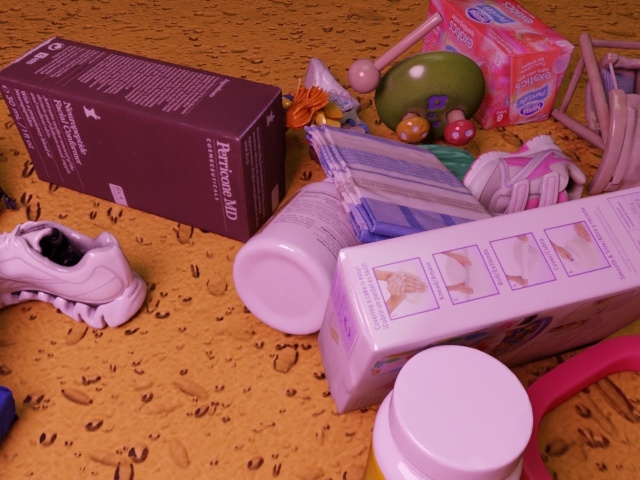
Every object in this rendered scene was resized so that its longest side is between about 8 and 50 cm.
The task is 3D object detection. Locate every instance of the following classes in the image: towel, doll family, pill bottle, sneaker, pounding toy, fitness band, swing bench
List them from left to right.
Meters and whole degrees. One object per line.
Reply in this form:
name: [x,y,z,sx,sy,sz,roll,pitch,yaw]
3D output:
sneaker: [-0.364,0.023,0.680,0.291,0.118,0.110,6,46,5]
doll family: [-0.054,-0.198,0.866,0.262,0.119,0.163,12,28,28]
pill bottle: [0.000,0.000,0.700,0.131,0.131,0.229,19,37,16]
sneaker: [0.029,-0.257,1.021,0.094,0.080,0.212,-1,50,-20]
towel: [0.103,-0.065,0.695,0.209,0.034,0.285,8,30,-21]
pounding toy: [0.169,-0.213,0.883,0.182,0.236,0.110,-22,56,29]
pill bottle: [0.098,0.188,0.463,0.119,0.209,0.119,1,45,-1]
sneaker: [0.301,-0.077,0.817,0.252,0.103,0.111,-26,49,-25]
fitness band: [0.329,0.209,0.569,0.290,0.054,0.209,-20,46,-23]
swing bench: [0.562,-0.206,0.916,0.253,0.165,0.255,2,45,-1]

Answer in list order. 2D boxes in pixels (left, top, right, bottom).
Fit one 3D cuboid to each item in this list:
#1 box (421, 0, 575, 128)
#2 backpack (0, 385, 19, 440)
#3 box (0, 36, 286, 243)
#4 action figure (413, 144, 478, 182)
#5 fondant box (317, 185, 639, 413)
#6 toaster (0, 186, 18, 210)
box: [0.328,-0.367,1.081,0.142,0.154,0.300,-11,47,-13]
backpack: [-0.366,0.185,0.519,0.097,0.101,0.120,16,48,-2]
box: [-0.249,-0.148,0.807,0.381,0.191,0.143,15,47,13]
action figure: [0.161,-0.109,0.872,0.232,0.064,0.137,-1,43,2]
fondant box: [0.173,0.066,0.554,0.330,0.238,0.096,-13,64,-12]
toaster: [-0.523,-0.082,0.720,0.110,0.186,0.168,-14,23,7]
